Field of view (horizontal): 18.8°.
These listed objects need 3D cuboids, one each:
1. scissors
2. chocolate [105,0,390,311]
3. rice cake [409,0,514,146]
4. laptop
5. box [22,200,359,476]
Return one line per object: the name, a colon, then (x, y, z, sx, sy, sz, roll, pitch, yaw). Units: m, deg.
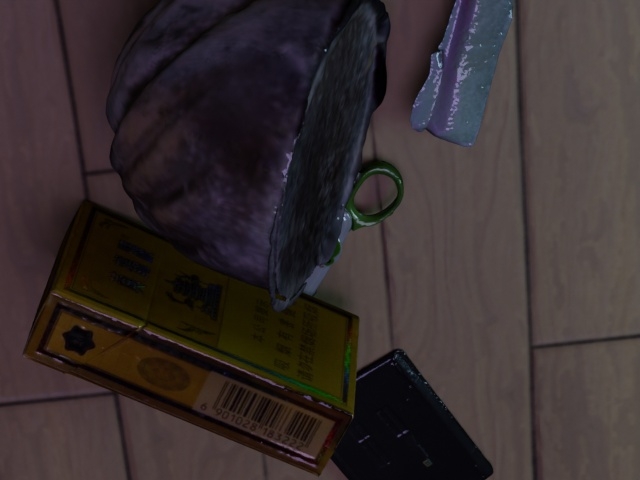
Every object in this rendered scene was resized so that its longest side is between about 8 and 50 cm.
scissors: (0.000, 0.000, 1.902, 0.101, 0.027, 0.204, 25, 114, -10)
chocolate: (-0.081, -0.108, 1.715, 0.213, 0.303, 0.303, 18, 118, 11)
rice cake: (0.141, -0.224, 1.776, 0.081, 0.051, 0.290, 3, 118, -17)
laptop: (0.081, 0.215, 2.035, 0.135, 0.016, 0.197, -33, 117, 12)
box: (-0.116, 0.090, 1.829, 0.301, 0.193, 0.084, 23, 115, -9)
